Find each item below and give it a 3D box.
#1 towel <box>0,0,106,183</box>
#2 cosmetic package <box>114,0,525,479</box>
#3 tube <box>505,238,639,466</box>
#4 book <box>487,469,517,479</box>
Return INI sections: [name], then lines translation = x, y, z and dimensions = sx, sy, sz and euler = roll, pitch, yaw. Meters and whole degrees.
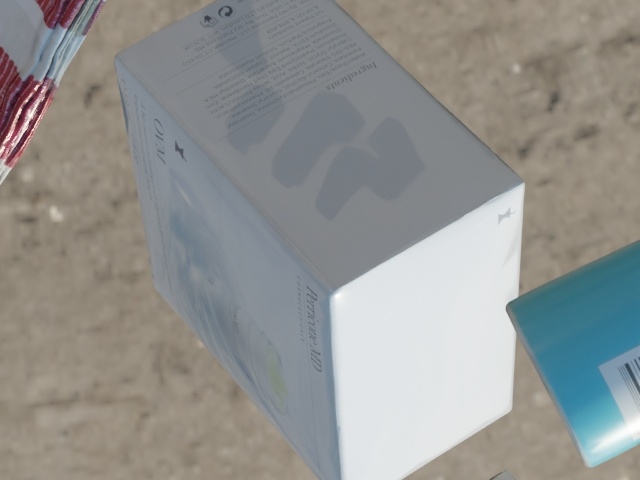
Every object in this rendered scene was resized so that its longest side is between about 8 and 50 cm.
[towel]
translation = -0.262, -0.226, 1.540
dimensions = 0.037, 0.237, 0.329
euler = -6, 135, -53
[cosmetic package]
translation = 0.000, 0.000, 1.190
dimensions = 0.138, 0.224, 0.224
euler = -31, 145, -20
[tube]
translation = 0.155, -0.004, 0.556
dimensions = 0.207, 0.052, 0.080
euler = -26, 151, 3
[book]
translation = 0.117, 0.237, 1.591
dimensions = 0.096, 0.035, 0.144
euler = -37, 162, -11
